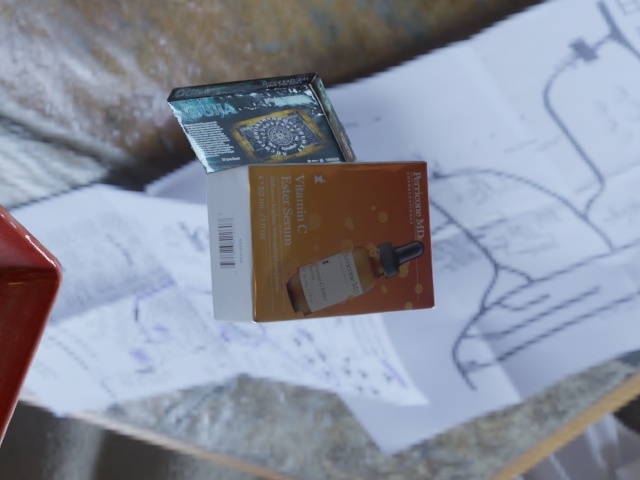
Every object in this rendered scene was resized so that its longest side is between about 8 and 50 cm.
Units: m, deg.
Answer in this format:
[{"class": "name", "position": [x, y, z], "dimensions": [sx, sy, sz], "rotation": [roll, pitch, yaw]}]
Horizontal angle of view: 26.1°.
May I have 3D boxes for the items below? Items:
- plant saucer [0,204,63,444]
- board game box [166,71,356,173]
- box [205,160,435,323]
[{"class": "plant saucer", "position": [-0.241, 0.066, 0.640], "dimensions": [0.048, 0.259, 0.258], "rotation": [4, 153, 25]}, {"class": "board game box", "position": [-0.066, -0.124, 1.539], "dimensions": [0.186, 0.026, 0.126], "rotation": [-2, 133, 28]}, {"class": "box", "position": [0.000, 0.000, 1.167], "dimensions": [0.170, 0.130, 0.091], "rotation": [-4, 180, -26]}]
